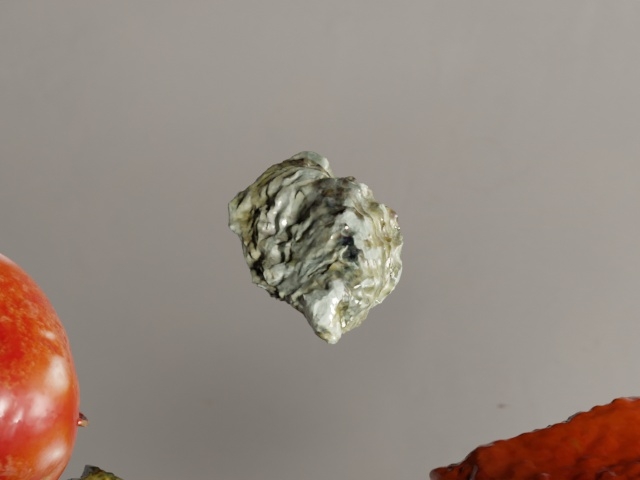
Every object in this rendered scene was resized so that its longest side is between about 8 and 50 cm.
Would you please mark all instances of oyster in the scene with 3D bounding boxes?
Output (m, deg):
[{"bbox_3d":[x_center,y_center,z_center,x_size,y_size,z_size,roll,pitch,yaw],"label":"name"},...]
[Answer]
[{"bbox_3d":[0.000,0.000,1.421,0.125,0.064,0.177,-30,50,-15],"label":"oyster"}]

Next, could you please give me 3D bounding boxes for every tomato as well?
[{"bbox_3d":[-0.232,0.095,1.147,0.187,0.151,0.187,1,93,32],"label":"tomato"}]

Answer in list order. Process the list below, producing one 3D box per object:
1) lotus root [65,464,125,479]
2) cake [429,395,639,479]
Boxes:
[{"bbox_3d":[-0.180,0.297,1.374,0.152,0.160,0.275,21,90,11],"label":"lotus root"},{"bbox_3d":[0.254,0.329,1.699,0.270,0.269,0.319,47,148,46],"label":"cake"}]
